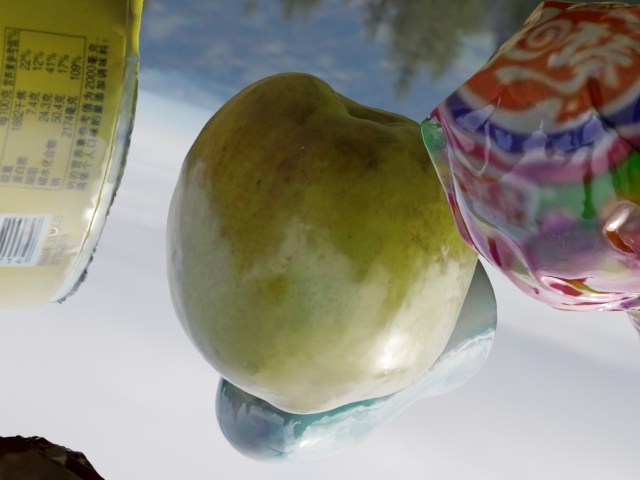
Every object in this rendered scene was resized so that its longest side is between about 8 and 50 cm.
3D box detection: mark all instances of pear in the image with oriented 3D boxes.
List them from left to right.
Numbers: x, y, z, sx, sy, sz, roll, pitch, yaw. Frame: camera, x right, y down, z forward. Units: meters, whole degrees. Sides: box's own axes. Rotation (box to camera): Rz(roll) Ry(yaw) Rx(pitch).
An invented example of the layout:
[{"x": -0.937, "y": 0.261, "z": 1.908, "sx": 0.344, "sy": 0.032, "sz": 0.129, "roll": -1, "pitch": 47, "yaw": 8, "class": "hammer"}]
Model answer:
[{"x": 0.000, "y": 0.000, "z": 1.128, "sx": 0.200, "sy": 0.200, "sz": 0.200, "roll": 17, "pitch": -175, "yaw": -1, "class": "pear"}]

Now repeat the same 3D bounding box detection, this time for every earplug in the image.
[{"x": 0.013, "y": 0.107, "z": 1.640, "sx": 0.185, "sy": 0.185, "sz": 0.324, "roll": 19, "pitch": -155, "yaw": 20, "class": "earplug"}]

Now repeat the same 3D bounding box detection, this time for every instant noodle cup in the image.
[{"x": -0.242, "y": -0.099, "z": 0.933, "sx": 0.254, "sy": 0.325, "sz": 0.325, "roll": 6, "pitch": -171, "yaw": -22, "class": "instant noodle cup"}]

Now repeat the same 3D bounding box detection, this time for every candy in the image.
[{"x": 0.151, "y": 0.059, "z": 0.793, "sx": 0.124, "sy": 0.124, "sz": 0.365, "roll": 22, "pitch": 146, "yaw": 47, "class": "candy"}]

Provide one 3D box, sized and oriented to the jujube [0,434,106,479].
[{"x": -0.152, "y": 0.140, "z": 0.891, "sx": 0.104, "sy": 0.104, "sz": 0.166, "roll": 15, "pitch": 164, "yaw": -18, "class": "jujube"}]
